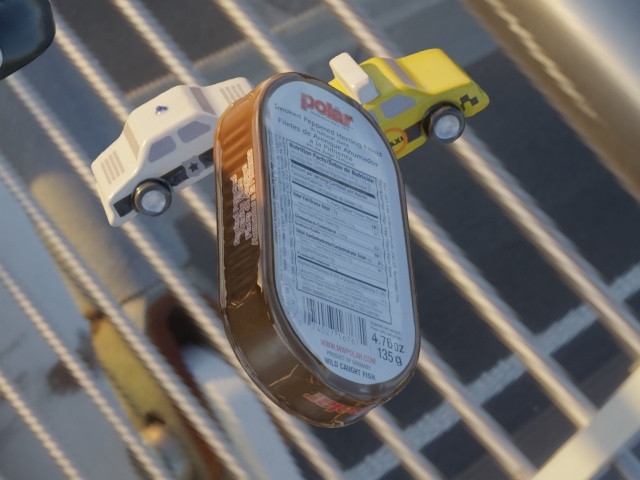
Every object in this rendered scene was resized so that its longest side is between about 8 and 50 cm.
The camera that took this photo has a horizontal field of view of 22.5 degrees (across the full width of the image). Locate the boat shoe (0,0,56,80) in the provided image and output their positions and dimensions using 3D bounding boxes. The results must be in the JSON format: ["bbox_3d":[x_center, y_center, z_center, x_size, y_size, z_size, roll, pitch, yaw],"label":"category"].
[{"bbox_3d":[-0.225,0.004,0.520,0.340,0.127,0.113,-46,121,-6],"label":"boat shoe"}]

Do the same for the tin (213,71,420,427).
[{"bbox_3d":[0.000,0.000,0.794,0.106,0.040,0.189,25,47,-38],"label":"tin"}]

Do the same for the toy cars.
[{"bbox_3d":[-0.047,-0.108,1.433,0.087,0.394,0.176,61,39,-34],"label":"toy cars"}]
